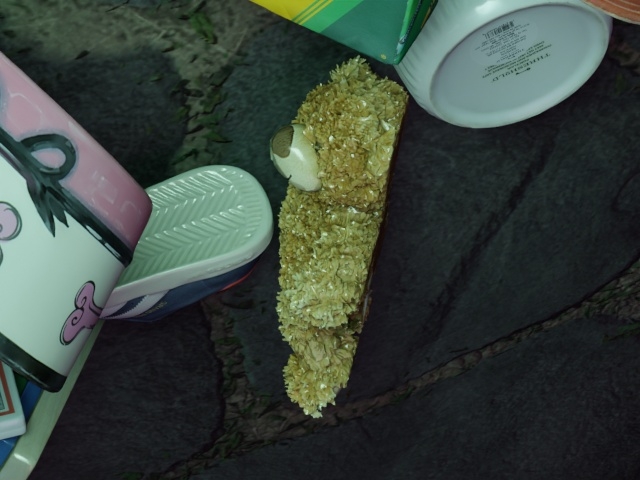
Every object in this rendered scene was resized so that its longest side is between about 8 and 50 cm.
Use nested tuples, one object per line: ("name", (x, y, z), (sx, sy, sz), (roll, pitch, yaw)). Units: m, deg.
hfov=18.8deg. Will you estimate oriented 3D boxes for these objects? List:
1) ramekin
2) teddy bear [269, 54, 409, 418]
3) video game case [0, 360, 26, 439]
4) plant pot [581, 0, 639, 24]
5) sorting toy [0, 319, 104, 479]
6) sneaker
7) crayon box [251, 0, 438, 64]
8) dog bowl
("ramekin", (0.150, -0.188, 1.654), (0.207, 0.109, 0.207), (-14, 148, -9))
("teddy bear", (0.000, 0.000, 1.754), (0.113, 0.245, 0.338), (11, 146, 4))
("video game case", (-0.422, 0.132, 1.737), (0.285, 0.204, 0.025), (-13, 131, -12))
("plant pot", (0.261, -0.331, 1.310), (0.272, 0.272, 0.265), (9, 146, -38))
("sorting toy", (-0.329, 0.195, 1.874), (0.089, 0.257, 0.255), (31, 123, -9))
("sneaker", (-0.216, 0.031, 1.774), (0.350, 0.131, 0.148), (-9, 159, -8))
("crayon box", (-0.043, -0.251, 1.320), (0.278, 0.081, 0.165), (26, 145, 10))
("dog bowl", (-0.288, -0.081, 1.330), (0.150, 0.408, 0.408), (-49, 147, -6))
